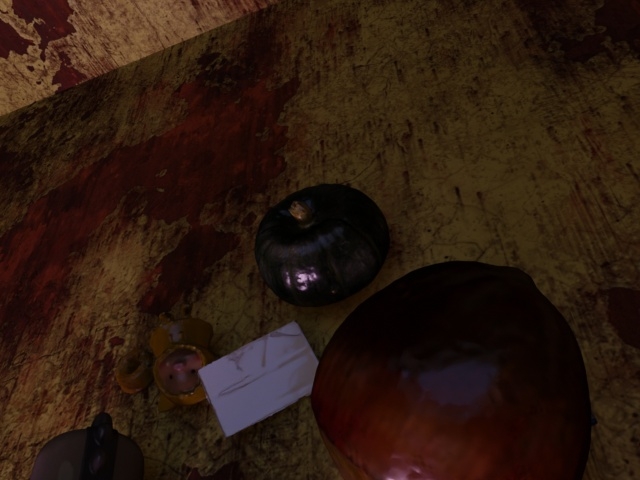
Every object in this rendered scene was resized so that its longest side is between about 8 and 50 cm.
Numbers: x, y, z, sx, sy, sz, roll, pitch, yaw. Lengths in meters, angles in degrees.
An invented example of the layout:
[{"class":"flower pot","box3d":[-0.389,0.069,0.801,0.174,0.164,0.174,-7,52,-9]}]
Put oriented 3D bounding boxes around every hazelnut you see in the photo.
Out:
[{"class":"hazelnut","box3d":[0.184,0.222,0.825,0.421,0.352,0.421,-166,90,-69]}]

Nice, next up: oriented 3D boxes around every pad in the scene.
[{"class":"pad","box3d":[-0.117,0.274,1.131,0.232,0.004,0.156,-26,63,-13]}]

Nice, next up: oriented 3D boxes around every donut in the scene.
[{"class":"donut","box3d":[-0.435,0.302,1.316,0.097,0.043,0.108,-32,40,-2]}]

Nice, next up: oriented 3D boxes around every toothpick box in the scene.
[{"class":"toothpick box","box3d":[-0.430,0.481,1.028,0.229,0.229,0.316,-19,45,12]}]

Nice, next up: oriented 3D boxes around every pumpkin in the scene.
[{"class":"pumpkin","box3d":[0.000,0.000,1.230,0.300,0.207,0.300,-14,38,12]}]

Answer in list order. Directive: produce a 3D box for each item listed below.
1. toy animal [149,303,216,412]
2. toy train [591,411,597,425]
[{"class":"toy animal","box3d":[-0.297,0.249,1.228,0.156,0.156,0.230,-23,55,8]},{"class":"toy train","box3d":[0.397,0.298,0.896,0.083,0.017,0.017,-27,44,5]}]
